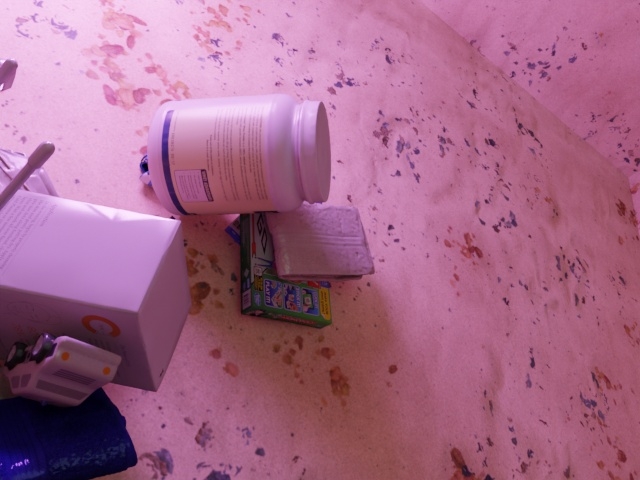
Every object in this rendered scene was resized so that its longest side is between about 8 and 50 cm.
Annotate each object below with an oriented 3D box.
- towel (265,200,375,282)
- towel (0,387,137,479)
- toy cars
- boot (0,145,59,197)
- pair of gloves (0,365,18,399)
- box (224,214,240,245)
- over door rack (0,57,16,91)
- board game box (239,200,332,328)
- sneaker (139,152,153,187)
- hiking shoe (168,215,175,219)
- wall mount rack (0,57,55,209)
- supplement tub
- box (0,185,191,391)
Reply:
[{"bbox_3d":[0.000,0.000,1.323,0.282,0.049,0.187,5,63,-41],"label":"towel"},{"bbox_3d":[-0.413,0.253,0.733,0.308,0.228,0.076,-4,98,-36],"label":"towel"},{"bbox_3d":[-0.443,0.168,0.757,0.394,0.176,0.087,6,62,8],"label":"toy cars"},{"bbox_3d":[-0.578,-0.133,1.025,0.258,0.095,0.123,52,34,-5],"label":"boot"},{"bbox_3d":[-0.459,0.294,0.848,0.204,0.042,0.240,4,59,-36],"label":"pair of gloves"},{"bbox_3d":[-0.156,-0.028,1.320,0.081,0.028,0.136,45,46,-6],"label":"box"},{"bbox_3d":[-0.721,-0.280,0.965,0.324,0.108,0.239,29,43,9],"label":"over door rack"},{"bbox_3d":[-0.079,0.025,1.302,0.214,0.046,0.317,16,57,-36],"label":"board game box"},{"bbox_3d":[-0.352,-0.175,1.247,0.059,0.053,0.144,14,53,-28],"label":"sneaker"},{"bbox_3d":[-0.356,0.029,1.058,0.086,0.114,0.227,41,45,-8],"label":"hiking shoe"},{"bbox_3d":[-0.500,-0.089,0.735,0.304,0.130,0.350,-22,54,-22],"label":"wall mount rack"},{"bbox_3d":[-0.152,-0.170,1.173,0.325,0.235,0.235,-1,52,9],"label":"supplement tub"},{"bbox_3d":[-0.384,0.066,0.843,0.345,0.215,0.168,11,49,2],"label":"box"}]
